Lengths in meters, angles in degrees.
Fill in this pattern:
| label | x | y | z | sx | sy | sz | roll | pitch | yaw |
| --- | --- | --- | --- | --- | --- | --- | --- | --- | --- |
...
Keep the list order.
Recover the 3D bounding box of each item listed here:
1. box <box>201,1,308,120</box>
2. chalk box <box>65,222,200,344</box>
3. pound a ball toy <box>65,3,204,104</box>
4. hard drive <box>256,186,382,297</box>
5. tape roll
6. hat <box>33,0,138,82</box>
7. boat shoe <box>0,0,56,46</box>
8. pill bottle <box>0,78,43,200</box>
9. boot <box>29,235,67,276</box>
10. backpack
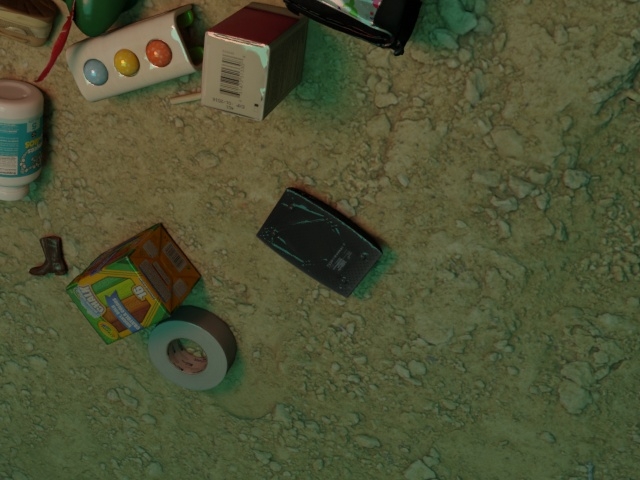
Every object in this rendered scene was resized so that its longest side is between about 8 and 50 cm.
| label | x | y | z | sx | sy | sz | roll | pitch | yaw |
| --- | --- | --- | --- | --- | --- | --- | --- | --- | --- |
| box | -0.122 | -0.346 | 1.517 | 0.126 | 0.232 | 0.149 | 15 | 122 | 10 |
| chalk box | -0.475 | 0.117 | 1.933 | 0.289 | 0.179 | 0.180 | -26 | 108 | 29 |
| pound a ball toy | -0.345 | -0.349 | 1.649 | 0.319 | 0.136 | 0.208 | -9 | 115 | 23 |
| hard drive | 0.000 | 0.000 | 1.782 | 0.254 | 0.054 | 0.172 | 34 | 123 | -3 |
| tape roll | -0.328 | 0.277 | 2.040 | 0.219 | 0.072 | 0.219 | 8 | 121 | 13 |
| hat | -0.448 | -0.419 | 1.556 | 0.173 | 0.184 | 0.208 | 9 | 157 | -24 |
| boat shoe | -0.735 | -0.491 | 1.654 | 0.341 | 0.122 | 0.110 | 17 | 136 | -21 |
| pill bottle | -0.718 | -0.226 | 1.838 | 0.146 | 0.146 | 0.264 | 20 | 124 | 7 |
| boot | -0.712 | 0.036 | 2.051 | 0.106 | 0.037 | 0.114 | -2 | 122 | 5 |
| backpack | 0.047 | -0.457 | 1.409 | 0.253 | 0.225 | 0.191 | 19 | 101 | 13 |
